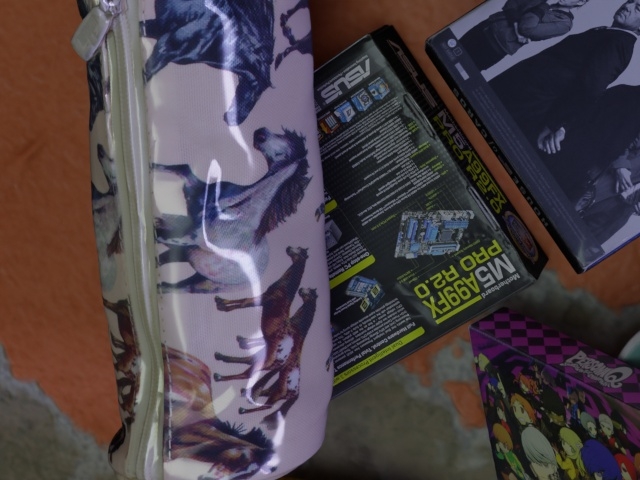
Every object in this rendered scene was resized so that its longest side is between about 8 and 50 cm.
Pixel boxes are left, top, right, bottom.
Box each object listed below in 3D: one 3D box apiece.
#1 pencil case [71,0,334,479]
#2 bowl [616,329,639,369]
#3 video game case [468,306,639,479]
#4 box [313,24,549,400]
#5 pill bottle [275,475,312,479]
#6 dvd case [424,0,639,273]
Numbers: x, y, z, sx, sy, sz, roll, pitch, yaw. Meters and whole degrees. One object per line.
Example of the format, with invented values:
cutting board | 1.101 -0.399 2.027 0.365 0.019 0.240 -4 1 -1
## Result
pencil case | -0.084 -0.024 0.882 0.160 0.183 0.410 11 111 40
bowl | 0.347 0.154 0.832 0.311 0.163 0.311 44 149 36
video game case | 0.201 0.174 0.897 0.232 0.042 0.210 27 136 54
box | 0.000 0.000 0.995 0.270 0.060 0.216 -33 94 24
pill bottle | 0.016 0.262 1.027 0.246 0.136 0.136 6 108 16
dvd case | 0.214 -0.117 0.834 0.239 0.029 0.179 -33 84 -4
